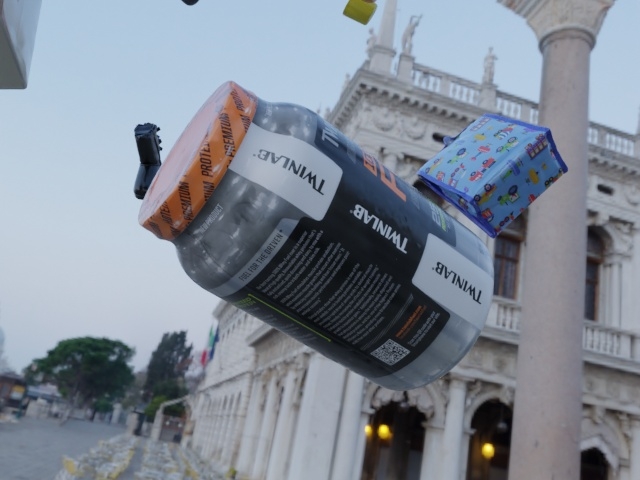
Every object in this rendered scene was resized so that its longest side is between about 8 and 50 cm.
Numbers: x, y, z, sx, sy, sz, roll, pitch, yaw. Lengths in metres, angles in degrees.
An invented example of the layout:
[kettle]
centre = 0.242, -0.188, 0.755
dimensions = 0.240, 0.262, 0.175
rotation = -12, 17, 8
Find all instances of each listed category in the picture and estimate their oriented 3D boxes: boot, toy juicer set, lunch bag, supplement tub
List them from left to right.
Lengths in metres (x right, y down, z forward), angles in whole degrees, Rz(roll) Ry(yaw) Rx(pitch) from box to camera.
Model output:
[boot]
centre = -0.300, -0.140, 1.058
dimensions = 0.045, 0.121, 0.099
rotation = 1, -54, -1
[supplement tub]
centre = 0.000, 0.000, 0.598
dimensions = 0.315, 0.194, 0.193
rotation = 33, -27, -24
[toy juicer set]
centre = 0.154, -0.645, 1.332
dimensions = 0.089, 0.329, 0.209
rotation = 34, 0, -1
[lunch bag]
centre = 0.359, -0.178, 1.388
dimensions = 0.138, 0.221, 0.293
rotation = 47, 1, -37

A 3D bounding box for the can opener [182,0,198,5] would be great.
[can opener]
centre = -0.274, -0.429, 0.859
dimensions = 0.075, 0.095, 0.283
rotation = -9, -35, 42

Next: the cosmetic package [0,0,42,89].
[cosmetic package]
centre = -0.469, -0.354, 0.826
dimensions = 0.153, 0.296, 0.129
rotation = -3, -32, -12
